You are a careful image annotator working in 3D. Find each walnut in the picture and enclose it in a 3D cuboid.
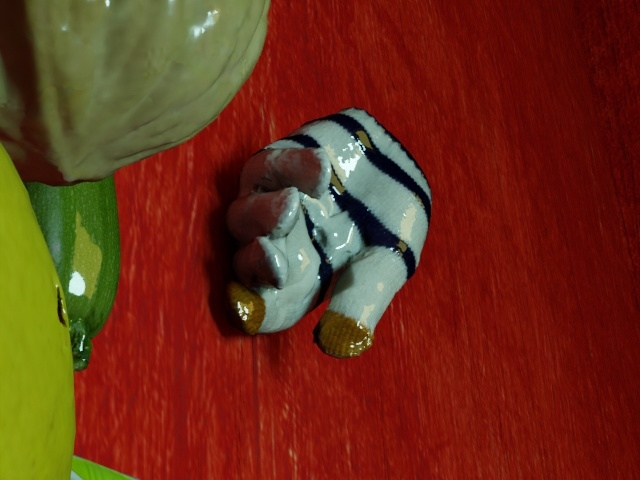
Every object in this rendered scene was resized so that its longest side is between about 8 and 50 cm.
[{"bbox_3d":[-0.131,-0.148,0.931,0.225,0.225,0.261,40,37,-60],"label":"walnut"}]

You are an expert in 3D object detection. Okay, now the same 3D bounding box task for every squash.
[{"bbox_3d":[-0.146,-0.045,1.038,0.069,0.069,0.258,36,39,-63],"label":"squash"}]

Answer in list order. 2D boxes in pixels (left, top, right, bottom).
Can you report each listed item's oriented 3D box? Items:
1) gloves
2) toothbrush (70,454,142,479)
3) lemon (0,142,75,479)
[{"bbox_3d":[-0.012,-0.003,1.364,0.219,0.131,0.140,-40,118,-40],"label":"gloves"},{"bbox_3d":[-0.116,0.121,1.017,0.263,0.026,0.022,44,25,-57],"label":"toothbrush"},{"bbox_3d":[-0.187,0.030,0.540,0.263,0.236,0.236,66,16,7],"label":"lemon"}]
